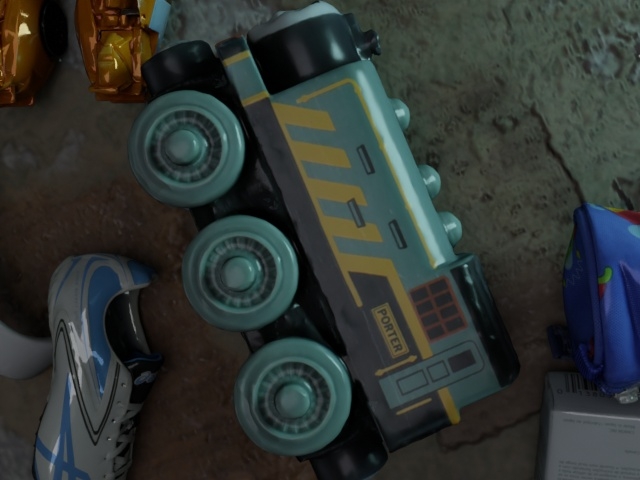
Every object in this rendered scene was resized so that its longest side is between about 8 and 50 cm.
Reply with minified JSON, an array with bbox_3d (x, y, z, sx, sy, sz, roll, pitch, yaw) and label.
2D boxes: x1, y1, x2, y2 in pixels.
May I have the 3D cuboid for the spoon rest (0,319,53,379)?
[{"bbox_3d":[-0.307,-0.007,0.677,0.137,0.084,0.276,-40,88,11],"label":"spoon rest"}]

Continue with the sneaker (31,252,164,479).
[{"bbox_3d":[-0.166,0.128,0.662,0.086,0.085,0.237,5,97,15],"label":"sneaker"}]

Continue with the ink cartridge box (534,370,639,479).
[{"bbox_3d":[0.250,0.211,0.623,0.189,0.066,0.232,3,117,11],"label":"ink cartridge box"}]

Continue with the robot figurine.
[{"bbox_3d":[-0.194,-0.247,0.635,0.211,0.085,0.290,-1,95,9],"label":"robot figurine"}]

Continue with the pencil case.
[{"bbox_3d":[0.307,0.044,0.552,0.306,0.119,0.133,1,77,10],"label":"pencil case"}]

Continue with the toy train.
[{"bbox_3d":[0.000,0.000,0.604,0.190,0.142,0.333,-23,89,-1],"label":"toy train"}]
